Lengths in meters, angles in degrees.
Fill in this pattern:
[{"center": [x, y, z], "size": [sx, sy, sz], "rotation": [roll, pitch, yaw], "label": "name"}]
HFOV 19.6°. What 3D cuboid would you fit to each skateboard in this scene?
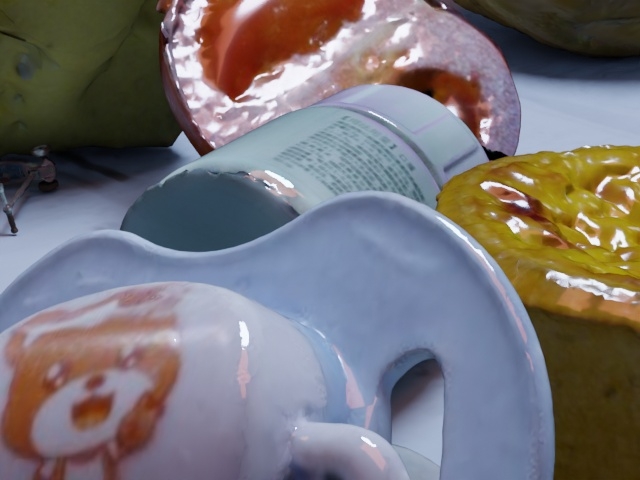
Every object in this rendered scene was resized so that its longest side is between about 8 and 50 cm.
[{"center": [-0.197, -0.030, 1.129], "size": [0.064, 0.032, 0.083], "rotation": [-7, 20, 6], "label": "skateboard"}]

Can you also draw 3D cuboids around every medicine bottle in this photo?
[{"center": [0.000, 0.000, 0.921], "size": [0.135, 0.135, 0.168], "rotation": [13, 26, 27], "label": "medicine bottle"}]

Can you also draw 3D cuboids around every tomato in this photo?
[{"center": [-0.003, -0.078, 1.121], "size": [0.228, 0.112, 0.199], "rotation": [46, 57, 11], "label": "tomato"}]

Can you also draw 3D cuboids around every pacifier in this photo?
[{"center": [-0.022, 0.108, 0.663], "size": [0.279, 0.227, 0.207], "rotation": [-7, -20, 35], "label": "pacifier"}]

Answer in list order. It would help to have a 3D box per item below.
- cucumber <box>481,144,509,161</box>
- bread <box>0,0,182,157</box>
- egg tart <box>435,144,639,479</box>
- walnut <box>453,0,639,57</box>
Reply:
[{"center": [0.176, 0.021, 0.957], "size": [0.072, 0.072, 0.300], "rotation": [-20, 33, -41], "label": "cucumber"}, {"center": [-0.163, -0.174, 1.168], "size": [0.204, 0.262, 0.163], "rotation": [-2, 48, -15], "label": "bread"}, {"center": [0.143, 0.054, 0.776], "size": [0.202, 0.147, 0.202], "rotation": [1, 21, -1], "label": "egg tart"}, {"center": [0.228, -0.291, 1.455], "size": [0.332, 0.333, 0.333], "rotation": [1, 22, 0], "label": "walnut"}]
